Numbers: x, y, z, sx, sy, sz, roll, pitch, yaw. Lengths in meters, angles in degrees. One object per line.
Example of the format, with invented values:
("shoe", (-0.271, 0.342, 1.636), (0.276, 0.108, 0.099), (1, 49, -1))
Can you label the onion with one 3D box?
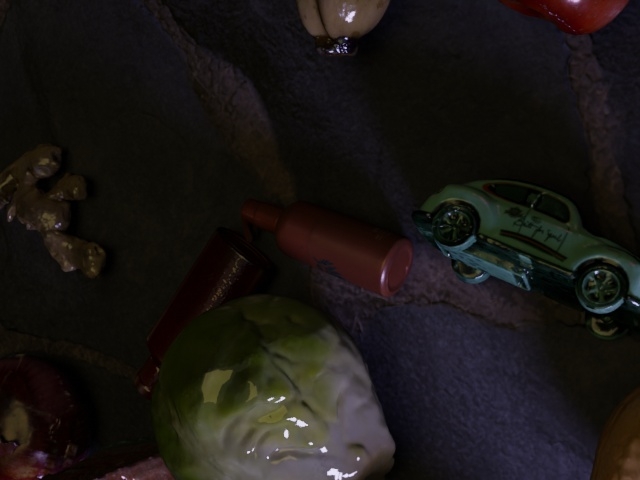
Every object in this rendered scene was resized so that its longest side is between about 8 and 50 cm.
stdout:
("onion", (-0.462, 0.283, 1.540), (0.230, 0.163, 0.230), (-3, 81, 22))

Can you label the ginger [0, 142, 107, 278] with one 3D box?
("ginger", (-0.402, -0.050, 1.571), (0.258, 0.065, 0.149), (39, 104, 26))

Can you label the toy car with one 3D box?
("toy car", (0.257, 0.009, 1.178), (0.306, 0.136, 0.125), (22, 78, 26))

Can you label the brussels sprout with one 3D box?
("brussels sprout", (-0.065, 0.205, 1.281), (0.317, 0.242, 0.273), (4, 98, 25))

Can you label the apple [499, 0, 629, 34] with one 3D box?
("apple", (0.274, -0.323, 1.147), (0.181, 0.181, 0.168), (38, 106, 24))

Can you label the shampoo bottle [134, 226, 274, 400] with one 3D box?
("shampoo bottle", (-0.172, 0.112, 1.441), (0.102, 0.064, 0.260), (41, 108, 19))

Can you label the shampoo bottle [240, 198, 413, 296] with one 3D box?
("shampoo bottle", (0.000, -0.002, 1.342), (0.244, 0.085, 0.085), (20, 98, 29))

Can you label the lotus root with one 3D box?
("lotus root", (0.027, -0.363, 1.303), (0.154, 0.140, 0.257), (14, 105, 57))

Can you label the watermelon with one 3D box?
("watermelon", (-0.278, 0.342, 1.387), (0.193, 0.257, 0.140), (-21, 79, 34))

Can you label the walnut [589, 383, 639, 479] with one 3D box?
("walnut", (0.381, 0.248, 1.076), (0.193, 0.193, 0.225), (24, 100, 27))
